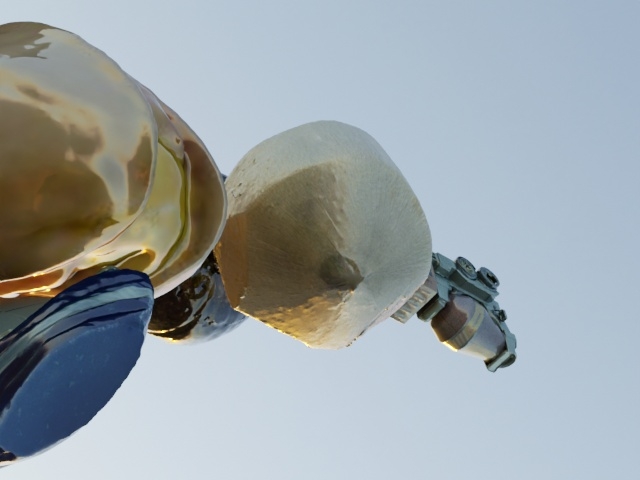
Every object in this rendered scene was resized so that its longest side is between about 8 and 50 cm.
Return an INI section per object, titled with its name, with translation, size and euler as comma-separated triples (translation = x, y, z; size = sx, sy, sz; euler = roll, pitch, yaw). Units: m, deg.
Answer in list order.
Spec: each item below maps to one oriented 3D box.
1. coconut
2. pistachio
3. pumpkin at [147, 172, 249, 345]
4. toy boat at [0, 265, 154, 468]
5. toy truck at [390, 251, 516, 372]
[coconut]
translation = 0.000, 0.000, 1.498
size = 0.247, 0.245, 0.245
euler = -108, -165, -65
[pistachio]
translation = -0.228, -0.059, 1.046
size = 0.309, 0.230, 0.229
euler = 16, -60, 31
[pumpkin]
translation = -0.163, 0.020, 1.737
size = 0.159, 0.238, 0.238
euler = 0, -75, 43
[toy boat]
translation = -0.244, 0.096, 0.889
size = 0.292, 0.210, 0.070
euler = -12, -68, 26
[toy truck]
translation = 0.177, 0.092, 1.930
size = 0.108, 0.257, 0.140
euler = -46, -147, 25
